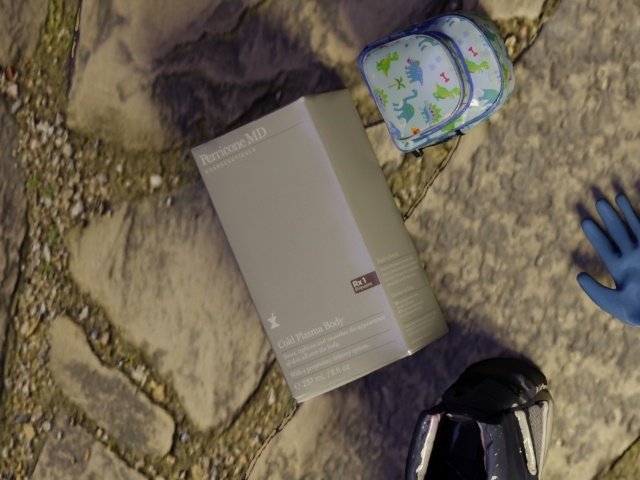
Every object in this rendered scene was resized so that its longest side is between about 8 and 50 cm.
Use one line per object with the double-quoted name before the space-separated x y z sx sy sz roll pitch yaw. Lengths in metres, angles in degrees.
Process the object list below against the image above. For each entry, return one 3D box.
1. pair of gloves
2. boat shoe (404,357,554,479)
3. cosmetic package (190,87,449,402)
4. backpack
"pair of gloves" 0.303 0.011 1.587 0.198 0.023 0.159 -32 69 24
"boat shoe" 0.115 0.275 1.640 0.127 0.158 0.341 6 99 22
"cosmetic package" 0.000 0.000 1.684 0.127 0.107 0.238 -26 90 26
"backpack" 0.098 -0.135 1.635 0.114 0.084 0.105 -24 90 21
